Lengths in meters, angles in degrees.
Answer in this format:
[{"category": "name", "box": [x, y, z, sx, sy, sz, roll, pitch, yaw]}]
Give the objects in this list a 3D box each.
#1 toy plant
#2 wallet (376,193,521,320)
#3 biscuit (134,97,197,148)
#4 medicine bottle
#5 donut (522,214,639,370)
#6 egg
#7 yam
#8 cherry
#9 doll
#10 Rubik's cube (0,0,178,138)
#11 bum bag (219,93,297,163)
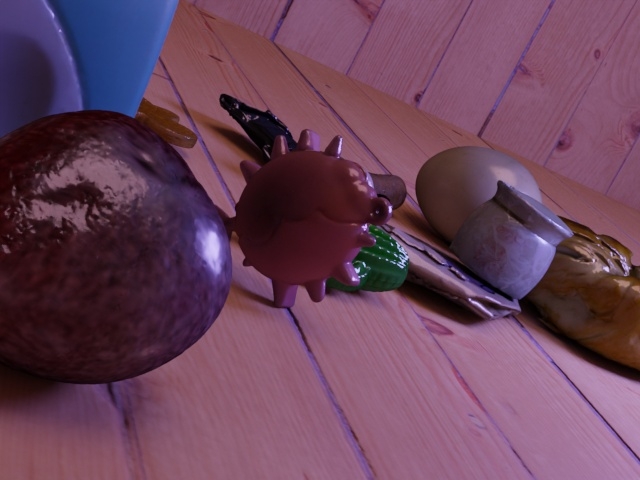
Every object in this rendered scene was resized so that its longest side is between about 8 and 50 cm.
[{"category": "toy plant", "box": [0.010, 0.010, 1.725, 0.240, 0.088, 0.154, 6, 39, -39]}, {"category": "wallet", "box": [0.161, 0.027, 1.983, 0.335, 0.068, 0.275, 31, 12, 7]}, {"category": "biscuit", "box": [-0.289, -0.201, 2.021, 0.240, 0.035, 0.158, 35, 18, 29]}, {"category": "medicine bottle", "box": [0.294, -0.002, 1.993, 0.147, 0.143, 0.147, 36, 8, -6]}, {"category": "donut", "box": [0.485, 0.092, 2.160, 0.360, 0.170, 0.360, 27, 12, -6]}, {"category": "egg", "box": [0.280, -0.076, 2.328, 0.254, 0.188, 0.189, 29, 12, 34]}, {"category": "yam", "box": [0.051, -0.099, 2.183, 0.081, 0.081, 0.357, 35, 12, 26]}, {"category": "cherry", "box": [-0.200, 0.008, 1.062, 0.300, 0.203, 0.230, -16, 81, -56]}, {"category": "doll", "box": [-0.031, -0.026, 1.534, 0.262, 0.211, 0.093, -14, -15, 33]}, {"category": "Rubik's cube", "box": [-0.384, -0.204, 1.193, 0.347, 0.352, 0.352, 38, 15, 38]}, {"category": "bum bag", "box": [-0.080, -0.172, 2.237, 0.123, 0.060, 0.248, 24, 21, -52]}]
